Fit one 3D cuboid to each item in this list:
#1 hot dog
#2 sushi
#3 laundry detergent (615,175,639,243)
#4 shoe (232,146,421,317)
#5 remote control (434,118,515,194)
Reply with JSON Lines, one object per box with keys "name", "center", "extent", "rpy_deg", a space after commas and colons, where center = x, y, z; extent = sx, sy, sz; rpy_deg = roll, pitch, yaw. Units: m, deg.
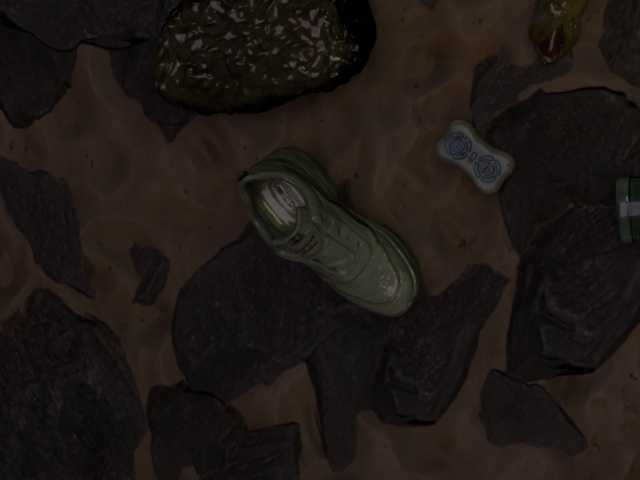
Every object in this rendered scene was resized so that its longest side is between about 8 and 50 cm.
{"name": "hot dog", "center": [0.348, -0.335, 1.677], "extent": [0.078, 0.061, 0.169], "rpy_deg": [14, 103, 17]}
{"name": "sushi", "center": [-0.088, -0.304, 1.788], "extent": [0.350, 0.171, 0.211], "rpy_deg": [-5, 99, 22]}
{"name": "laundry detergent", "center": [0.537, -0.048, 1.647], "extent": [0.225, 0.070, 0.099], "rpy_deg": [-3, 91, 22]}
{"name": "shoe", "center": [0.000, 0.000, 1.780], "extent": [0.342, 0.210, 0.132], "rpy_deg": [46, 110, 8]}
{"name": "remote control", "center": [0.235, -0.128, 1.768], "extent": [0.122, 0.032, 0.074], "rpy_deg": [39, 109, 10]}
